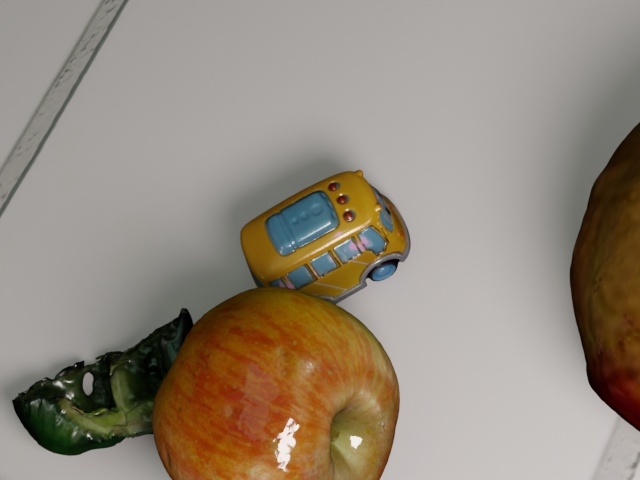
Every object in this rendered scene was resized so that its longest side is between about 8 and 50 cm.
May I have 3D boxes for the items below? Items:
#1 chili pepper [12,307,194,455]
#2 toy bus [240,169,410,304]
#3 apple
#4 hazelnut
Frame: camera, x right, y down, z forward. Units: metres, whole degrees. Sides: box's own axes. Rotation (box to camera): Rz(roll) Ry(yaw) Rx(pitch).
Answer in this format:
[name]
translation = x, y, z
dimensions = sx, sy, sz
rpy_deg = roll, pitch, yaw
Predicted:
[chili pepper]
translation = -0.259, 0.200, 1.767
dimensions = 0.265, 0.116, 0.148
rpy_deg = -20, 70, 12
[toy bus]
translation = 0.000, 0.000, 1.742
dimensions = 0.209, 0.136, 0.126
rpy_deg = -29, 58, 4
[apple]
translation = -0.061, 0.195, 1.582
dimensions = 0.302, 0.301, 0.301
rpy_deg = -9, 61, 17
[hazelnut]
translation = 0.466, 0.042, 1.425
dimensions = 0.421, 0.352, 0.420
rpy_deg = 3, 55, -5
